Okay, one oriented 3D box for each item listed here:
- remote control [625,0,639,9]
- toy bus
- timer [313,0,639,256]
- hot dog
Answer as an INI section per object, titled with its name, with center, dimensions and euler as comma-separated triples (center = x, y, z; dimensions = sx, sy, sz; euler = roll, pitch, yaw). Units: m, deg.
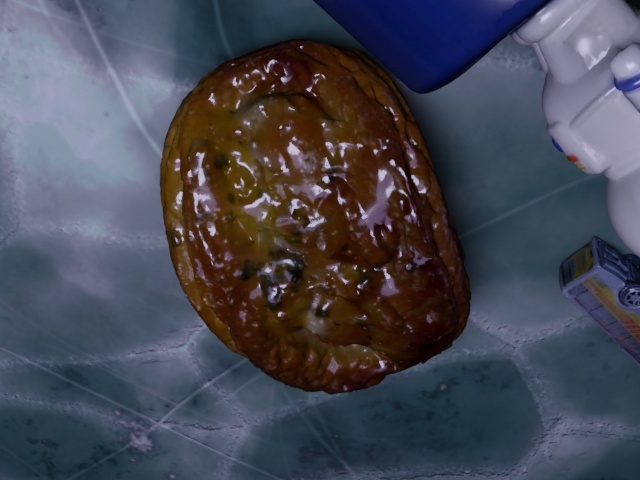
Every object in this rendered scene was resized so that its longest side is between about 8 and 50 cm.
[remote control]
center = 0.258, -0.249, 0.739
dimensions = 0.222, 0.042, 0.072
euler = 42, 116, -16
[toy bus]
center = 0.342, 0.080, 0.913
dimensions = 0.190, 0.064, 0.075
euler = 41, 122, -17
[timer]
center = 0.203, -0.136, 0.614
dimensions = 0.270, 0.270, 0.383
euler = -38, 94, 24
[hot dog]
center = 0.000, 0.000, 0.839
dimensions = 0.267, 0.174, 0.387
euler = -15, 117, 12
